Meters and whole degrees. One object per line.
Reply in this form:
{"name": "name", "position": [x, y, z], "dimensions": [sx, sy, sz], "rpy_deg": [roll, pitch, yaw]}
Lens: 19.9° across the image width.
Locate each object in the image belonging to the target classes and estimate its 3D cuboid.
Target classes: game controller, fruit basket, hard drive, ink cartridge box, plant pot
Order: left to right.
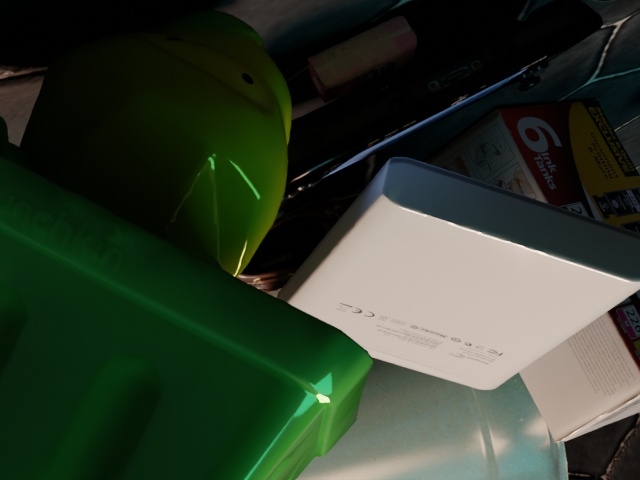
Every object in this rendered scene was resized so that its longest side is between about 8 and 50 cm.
{"name": "fruit basket", "position": [-0.127, -0.008, 1.070], "dimensions": [0.392, 0.392, 0.283], "rpy_deg": [-25, 167, -8]}
{"name": "plant pot", "position": [0.086, 0.213, 2.232], "dimensions": [0.334, 0.341, 0.341], "rpy_deg": [-18, 165, -7]}
{"name": "game controller", "position": [0.074, -0.103, 1.428], "dimensions": [0.319, 0.067, 0.166], "rpy_deg": [-28, -172, -23]}
{"name": "hard drive", "position": [0.112, 0.040, 1.600], "dimensions": [0.233, 0.047, 0.353], "rpy_deg": [17, 158, -10]}
{"name": "ink cartridge box", "position": [0.279, 0.020, 1.853], "dimensions": [0.130, 0.309, 0.272], "rpy_deg": [-37, 164, 35]}

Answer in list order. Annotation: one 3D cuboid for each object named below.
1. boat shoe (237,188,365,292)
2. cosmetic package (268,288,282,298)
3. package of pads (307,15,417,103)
{"name": "boat shoe", "position": [0.000, 0.000, 1.756], "dimensions": [0.207, 0.073, 0.073], "rpy_deg": [-24, 168, -12]}
{"name": "cosmetic package", "position": [0.019, 0.024, 1.860], "dimensions": [0.231, 0.085, 0.117], "rpy_deg": [-22, 166, -15]}
{"name": "package of pads", "position": [0.033, -0.139, 1.392], "dimensions": [0.083, 0.032, 0.050], "rpy_deg": [-25, 168, -4]}
